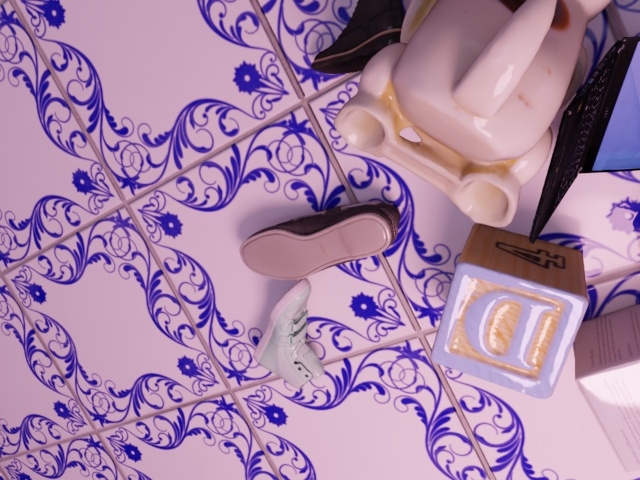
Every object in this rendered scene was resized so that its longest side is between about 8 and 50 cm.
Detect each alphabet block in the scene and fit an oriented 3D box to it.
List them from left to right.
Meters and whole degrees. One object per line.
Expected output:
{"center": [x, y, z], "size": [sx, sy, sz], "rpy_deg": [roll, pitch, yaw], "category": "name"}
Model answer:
{"center": [0.309, 0.106, 0.947], "size": [0.194, 0.197, 0.192], "rpy_deg": [19, 114, 15], "category": "alphabet block"}

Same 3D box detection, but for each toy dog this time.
{"center": [0.230, -0.287, 0.745], "size": [0.285, 0.395, 0.407], "rpy_deg": [30, 80, 13], "category": "toy dog"}

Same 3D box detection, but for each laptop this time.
{"center": [0.410, -0.129, 0.760], "size": [0.137, 0.264, 0.234], "rpy_deg": [27, 147, 27], "category": "laptop"}

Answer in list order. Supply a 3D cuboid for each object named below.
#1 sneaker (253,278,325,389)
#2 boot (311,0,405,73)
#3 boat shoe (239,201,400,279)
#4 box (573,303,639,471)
{"center": [-0.033, 0.196, 1.179], "size": [0.151, 0.094, 0.255], "rpy_deg": [35, 128, 14], "category": "sneaker"}
{"center": [0.062, -0.360, 0.951], "size": [0.198, 0.077, 0.136], "rpy_deg": [-4, 91, 42], "category": "boot"}
{"center": [0.000, 0.000, 1.108], "size": [0.335, 0.095, 0.112], "rpy_deg": [-12, 107, 31], "category": "boat shoe"}
{"center": [0.499, 0.230, 0.922], "size": [0.119, 0.181, 0.181], "rpy_deg": [-26, 98, 29], "category": "box"}
